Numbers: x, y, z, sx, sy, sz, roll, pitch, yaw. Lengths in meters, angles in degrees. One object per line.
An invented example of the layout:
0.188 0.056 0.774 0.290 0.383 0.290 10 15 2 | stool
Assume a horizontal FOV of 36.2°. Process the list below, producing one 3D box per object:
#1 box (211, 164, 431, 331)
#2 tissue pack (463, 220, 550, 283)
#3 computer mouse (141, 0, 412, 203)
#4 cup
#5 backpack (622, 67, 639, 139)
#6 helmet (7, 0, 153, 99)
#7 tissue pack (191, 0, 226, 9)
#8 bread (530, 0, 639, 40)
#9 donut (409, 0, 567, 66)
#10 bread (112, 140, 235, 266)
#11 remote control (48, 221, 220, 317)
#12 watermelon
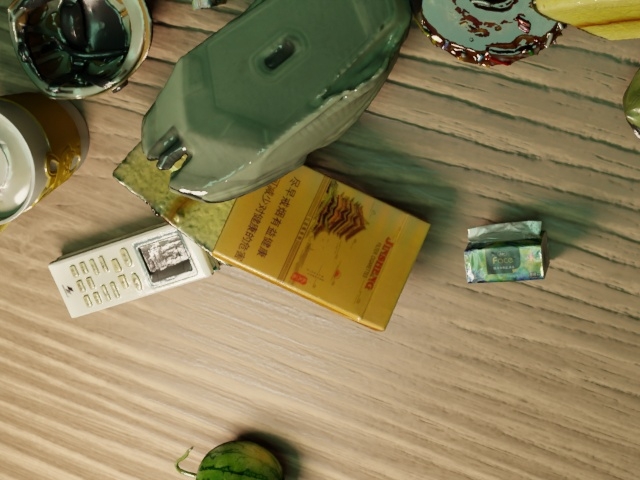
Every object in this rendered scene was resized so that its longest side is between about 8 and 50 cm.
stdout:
0.000 0.000 1.425 0.274 0.076 0.174 25 84 -3 | box
0.267 0.013 1.407 0.110 0.085 0.079 -4 105 19 | tissue pack
-0.050 -0.217 1.361 0.429 0.145 0.228 -38 68 -1 | computer mouse
-0.480 -0.115 1.513 0.185 0.226 0.241 25 114 6 | cup
0.526 -0.169 1.247 0.253 0.140 0.207 36 113 -4 | backpack
-0.344 -0.315 1.460 0.224 0.130 0.199 -22 104 11 | helmet
-0.167 -0.380 1.421 0.035 0.063 0.083 -2 108 20 | tissue pack
0.402 -0.332 1.141 0.264 0.167 0.163 11 90 51 | bread
0.225 -0.345 1.298 0.216 0.096 0.230 -23 99 23 | donut
-0.158 -0.105 1.465 0.240 0.135 0.178 39 116 -2 | bread
-0.307 0.043 1.603 0.277 0.055 0.103 -17 102 21 | remote control
-0.152 0.399 1.629 0.187 0.140 0.141 10 110 16 | watermelon
